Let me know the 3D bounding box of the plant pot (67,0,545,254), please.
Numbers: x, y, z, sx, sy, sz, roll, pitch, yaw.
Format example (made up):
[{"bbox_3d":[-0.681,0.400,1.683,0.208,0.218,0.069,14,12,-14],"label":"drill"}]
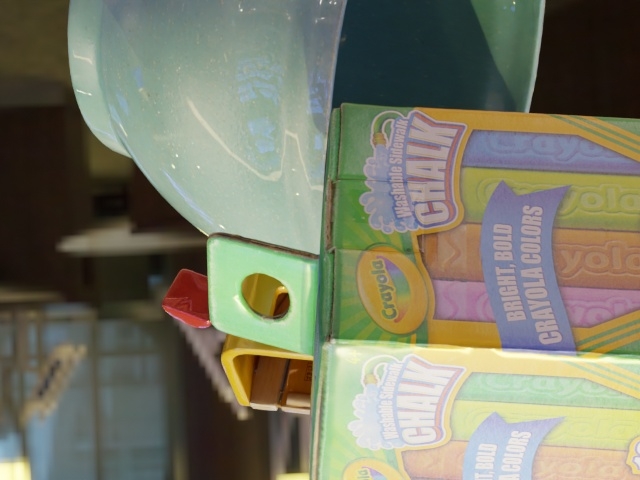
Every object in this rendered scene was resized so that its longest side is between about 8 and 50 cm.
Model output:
[{"bbox_3d":[-0.016,-0.116,1.093,0.196,0.293,0.293,11,-179,24],"label":"plant pot"}]

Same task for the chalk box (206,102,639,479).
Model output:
[{"bbox_3d":[0.057,0.033,0.832,0.213,0.132,0.132,2,141,0],"label":"chalk box"}]

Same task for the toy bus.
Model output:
[{"bbox_3d":[0.003,0.011,1.226,0.191,0.202,0.104,-34,149,-11],"label":"toy bus"}]
